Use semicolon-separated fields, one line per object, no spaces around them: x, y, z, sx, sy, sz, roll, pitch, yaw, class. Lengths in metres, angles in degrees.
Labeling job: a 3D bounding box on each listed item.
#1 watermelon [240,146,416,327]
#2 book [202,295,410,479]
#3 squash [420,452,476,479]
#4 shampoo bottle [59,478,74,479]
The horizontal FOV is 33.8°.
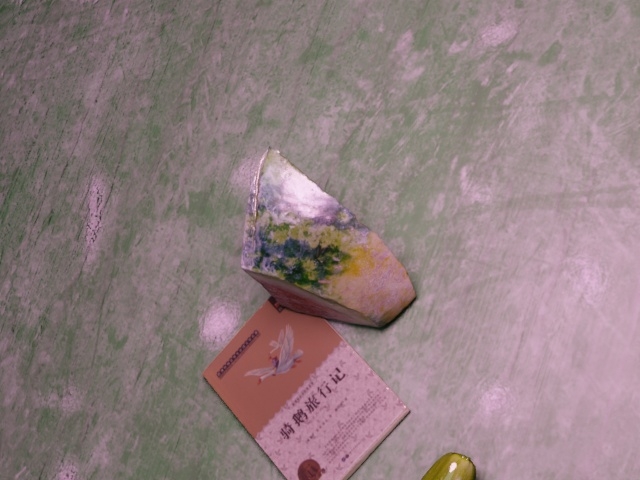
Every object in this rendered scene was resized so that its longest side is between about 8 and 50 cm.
0.000;0.000;1.624;0.232;0.310;0.193;-14;50;61;watermelon
-0.031;0.237;1.660;0.217;0.021;0.310;-49;59;6;book
0.130;0.425;1.477;0.082;0.082;0.292;32;88;32;squash
-0.504;0.485;1.807;0.221;0.051;0.108;-22;65;20;shampoo bottle
